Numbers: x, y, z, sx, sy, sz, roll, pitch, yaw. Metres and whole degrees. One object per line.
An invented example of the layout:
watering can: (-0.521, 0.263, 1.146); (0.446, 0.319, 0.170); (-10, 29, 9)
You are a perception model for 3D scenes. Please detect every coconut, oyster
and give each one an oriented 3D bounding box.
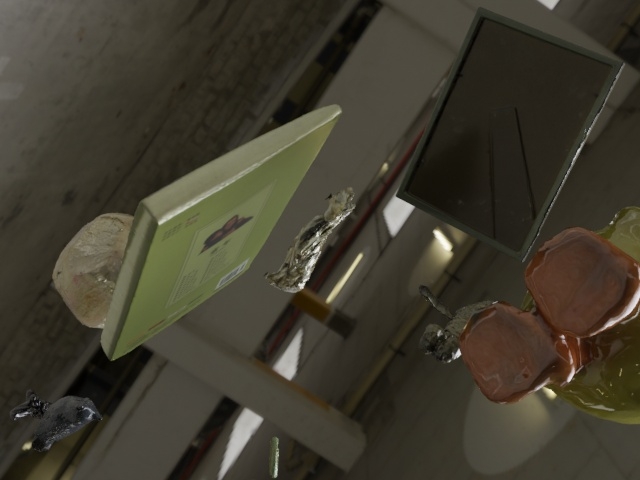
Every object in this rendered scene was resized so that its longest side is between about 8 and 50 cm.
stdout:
coconut: (-0.331, 0.053, 1.197); (0.194, 0.194, 0.194); (-56, -175, 7)
oyster: (-0.002, -0.003, 1.135); (0.200, 0.061, 0.106); (-44, -167, 47)

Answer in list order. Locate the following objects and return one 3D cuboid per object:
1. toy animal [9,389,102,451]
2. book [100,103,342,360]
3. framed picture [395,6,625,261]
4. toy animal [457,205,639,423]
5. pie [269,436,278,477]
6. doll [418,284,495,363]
toy animal: (-0.528, 0.363, 1.489); (0.210, 0.121, 0.117); (-12, -132, 48)
book: (-0.120, 0.002, 0.812); (0.239, 0.035, 0.352); (-34, 168, -34)
framed picture: (0.213, -0.125, 0.875); (0.016, 0.184, 0.250); (-10, 125, -59)
toy animal: (0.316, 0.082, 0.749); (0.338, 0.191, 0.216); (-5, 137, -47)
pie: (-0.098, 0.455, 1.567); (0.085, 0.017, 0.085); (-176, -90, -82)
doll: (0.253, 0.157, 1.228); (0.286, 0.203, 0.091); (-65, 169, -80)
